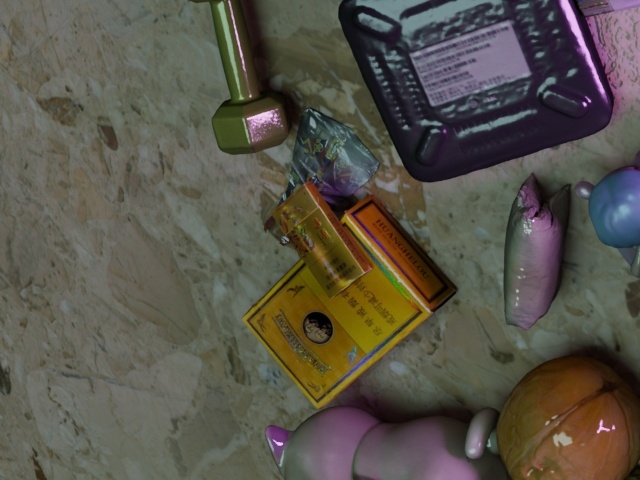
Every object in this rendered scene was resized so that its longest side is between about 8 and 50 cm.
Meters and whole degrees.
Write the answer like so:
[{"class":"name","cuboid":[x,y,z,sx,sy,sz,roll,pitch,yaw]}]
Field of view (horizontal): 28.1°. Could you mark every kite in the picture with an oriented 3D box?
[{"class":"kite","cuboid":[-0.012,-0.078,1.911,0.141,0.015,0.245,41,128,14]}]

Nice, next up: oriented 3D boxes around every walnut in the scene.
[{"class":"walnut","cuboid":[0.340,0.263,1.740,0.193,0.193,0.225,32,130,17]}]

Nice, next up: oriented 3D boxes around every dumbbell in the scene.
[{"class":"dumbbell","cuboid":[-0.122,-0.276,1.825,0.108,0.121,0.301,-9,110,6]}]

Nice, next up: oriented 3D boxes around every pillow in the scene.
[{"class":"pillow","cuboid":[0.281,0.021,1.692,0.078,0.134,0.181,9,118,17]}]

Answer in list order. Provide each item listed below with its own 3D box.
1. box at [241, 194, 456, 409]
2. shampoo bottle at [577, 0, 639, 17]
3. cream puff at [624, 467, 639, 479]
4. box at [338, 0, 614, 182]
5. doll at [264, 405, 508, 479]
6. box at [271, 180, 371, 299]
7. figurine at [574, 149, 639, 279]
[{"class":"box","cuboid":[0.036,0.098,1.919,0.193,0.084,0.301,50,130,6]},{"class":"shampoo bottle","cuboid":[0.404,-0.322,1.481,0.227,0.056,0.086,-9,107,37]},{"class":"cream puff","cuboid":[0.432,0.426,1.762,0.183,0.169,0.183,16,120,29]},{"class":"box","cuboid":[0.195,-0.229,1.613,0.290,0.073,0.289,-16,111,23]},{"class":"doll","cuboid":[0.113,0.361,1.919,0.370,0.215,0.226,-5,88,32]},{"class":"box","cuboid":[0.000,0.000,1.831,0.089,0.022,0.156,-37,84,40]},{"class":"figurine","cuboid":[0.445,0.007,1.590,0.205,0.103,0.260,-25,107,41]}]
